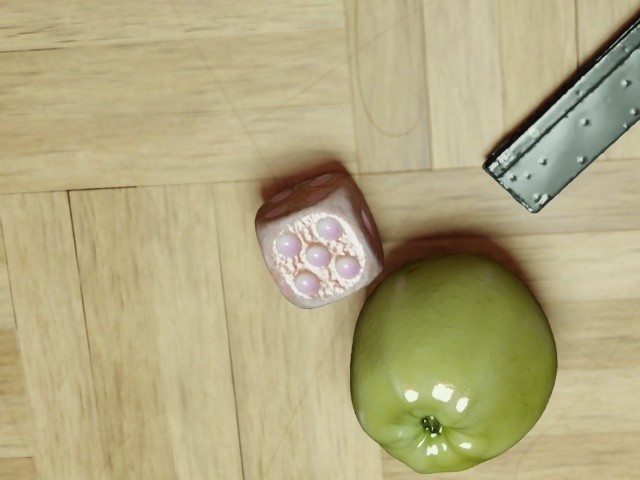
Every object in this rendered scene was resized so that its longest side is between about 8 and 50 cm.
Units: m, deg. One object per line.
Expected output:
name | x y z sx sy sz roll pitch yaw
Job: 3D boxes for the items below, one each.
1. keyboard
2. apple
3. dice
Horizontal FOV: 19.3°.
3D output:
keyboard | 0.244 -0.121 1.644 0.072 0.023 0.231 40 109 -17
apple | 0.112 0.108 1.656 0.200 0.200 0.200 1 110 4
dice | 0.000 0.000 1.668 0.091 0.093 0.094 -21 106 11
